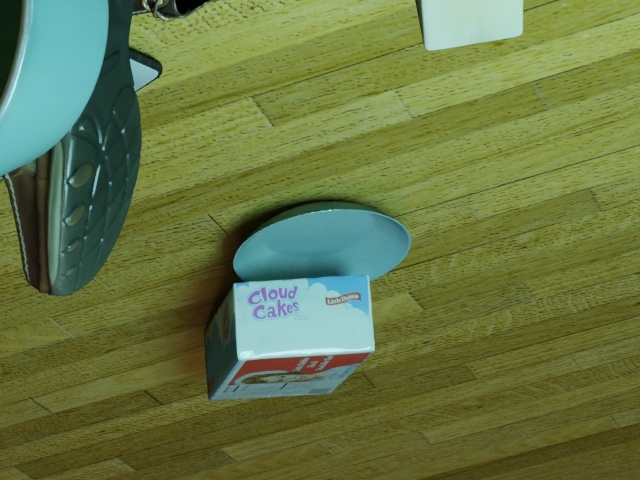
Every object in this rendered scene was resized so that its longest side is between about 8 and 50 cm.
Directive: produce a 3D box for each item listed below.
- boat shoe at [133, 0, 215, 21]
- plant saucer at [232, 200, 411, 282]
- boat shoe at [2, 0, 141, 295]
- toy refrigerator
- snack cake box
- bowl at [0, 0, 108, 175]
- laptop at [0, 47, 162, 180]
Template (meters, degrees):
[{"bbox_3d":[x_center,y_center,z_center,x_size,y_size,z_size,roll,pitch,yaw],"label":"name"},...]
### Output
[{"bbox_3d":[-0.121,-0.219,1.549,0.207,0.073,0.073,-18,157,20],"label":"boat shoe"},{"bbox_3d":[0.000,0.000,2.039,0.195,0.037,0.195,-7,153,-3],"label":"plant saucer"},{"bbox_3d":[-0.224,-0.118,1.548,0.120,0.324,0.122,14,-157,22],"label":"boat shoe"},{"bbox_3d":[0.114,-0.270,1.489,0.094,0.102,0.269,-9,152,0],"label":"toy refrigerator"},{"bbox_3d":[-0.041,0.114,2.127,0.152,0.089,0.264,-1,166,-12],"label":"snack cake box"},{"bbox_3d":[-0.279,-0.165,1.388,0.311,0.311,0.163,-26,166,30],"label":"bowl"},{"bbox_3d":[-0.400,-0.033,1.643,0.408,0.236,0.382,-29,147,33],"label":"laptop"}]
